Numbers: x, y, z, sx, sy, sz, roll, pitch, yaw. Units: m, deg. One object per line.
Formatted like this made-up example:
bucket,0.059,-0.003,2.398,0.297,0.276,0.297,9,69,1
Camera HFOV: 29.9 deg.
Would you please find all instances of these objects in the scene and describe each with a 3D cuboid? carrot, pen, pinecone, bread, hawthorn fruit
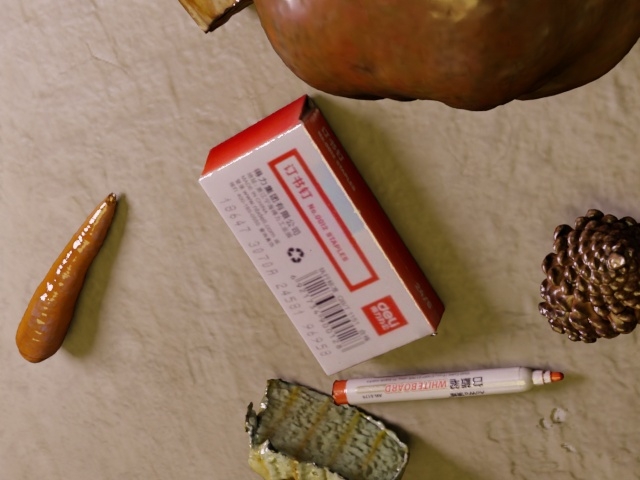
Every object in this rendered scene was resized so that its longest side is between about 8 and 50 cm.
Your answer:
carrot,-0.245,0.036,1.161,0.048,0.048,0.216,33,118,2
pen,0.112,0.131,1.077,0.218,0.026,0.026,-7,113,24
pinecone,0.215,0.033,0.944,0.102,0.102,0.109,40,133,-2
bread,-0.004,0.213,1.131,0.156,0.103,0.110,27,135,12
hawthorn fruit,0.083,-0.234,0.754,0.267,0.268,0.301,4,112,20

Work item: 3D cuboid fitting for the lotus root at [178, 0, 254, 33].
lotus root,-0.068,-0.235,0.919,0.135,0.095,0.159,45,117,-1

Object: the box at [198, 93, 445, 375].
box,0.000,0.000,1.039,0.123,0.050,0.229,-27,104,29
